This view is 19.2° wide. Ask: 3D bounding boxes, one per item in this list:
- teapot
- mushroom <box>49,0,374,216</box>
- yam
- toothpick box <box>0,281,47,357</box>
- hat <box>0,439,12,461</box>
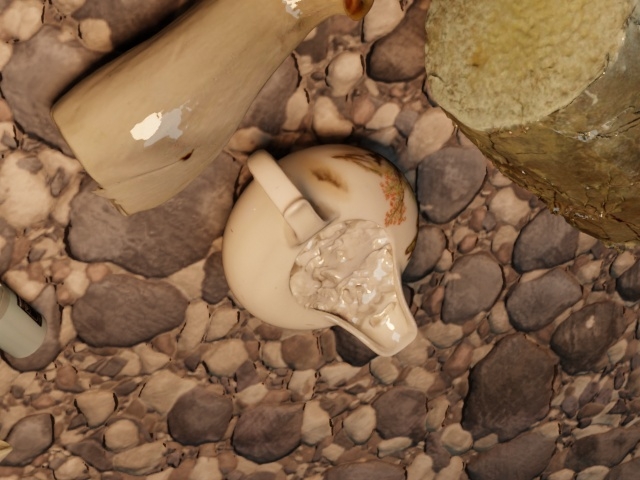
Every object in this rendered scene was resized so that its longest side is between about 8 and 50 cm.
[{"bbox_3d":[0.000,0.000,1.841,0.204,0.139,0.298,-38,138,7],"label":"teapot"},{"bbox_3d":[-0.093,-0.155,1.678,0.328,0.122,0.159,-40,174,6],"label":"mushroom"},{"bbox_3d":[0.263,-0.150,1.825,0.241,0.241,0.348,-42,139,7],"label":"yam"},{"bbox_3d":[-0.300,0.071,1.776,0.052,0.052,0.083,-40,139,5],"label":"toothpick box"},{"bbox_3d":[-0.456,0.241,1.763,0.168,0.258,0.301,-16,125,41],"label":"hat"}]
